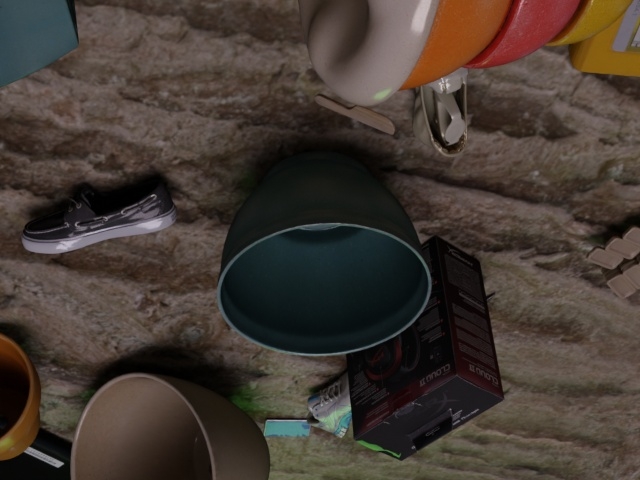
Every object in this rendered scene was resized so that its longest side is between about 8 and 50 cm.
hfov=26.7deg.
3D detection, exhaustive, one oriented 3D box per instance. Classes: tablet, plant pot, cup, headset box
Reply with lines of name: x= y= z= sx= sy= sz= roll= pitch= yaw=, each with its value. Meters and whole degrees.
tablet: x=-0.060 y=0.338 z=2.440 sx=0.083 sy=0.006 sz=0.054 roll=1 pitch=139 yaw=-8
plant pot: x=-0.408 y=-0.273 z=1.568 sx=0.234 sy=0.165 sz=0.165 roll=-11 pitch=140 yaw=-3
plant pot: x=-0.539 y=0.270 z=2.185 sx=0.205 sy=0.205 sz=0.188 roll=-7 pitch=155 yaw=2
cup: x=-0.221 y=0.380 z=2.277 sx=0.331 sy=0.331 sz=0.237 roll=-36 pitch=158 yaw=32
plant pot: x=0.000 y=0.000 z=1.898 sx=0.293 sy=0.196 sz=0.293 roll=-2 pitch=139 yaw=-2
headset box: x=0.150 y=0.177 z=2.048 sx=0.110 sy=0.293 sz=0.218 roll=29 pitch=129 yaw=-33

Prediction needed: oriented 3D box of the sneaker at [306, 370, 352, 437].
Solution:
sneaker: x=0.022 y=0.277 z=2.330 sx=0.083 sy=0.071 sz=0.190 roll=12 pitch=137 yaw=-10

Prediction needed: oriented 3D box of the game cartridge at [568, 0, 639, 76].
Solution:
game cartridge: x=0.490 y=-0.330 z=1.668 sx=0.285 sy=0.052 sz=0.323 roll=3 pitch=140 yaw=-9

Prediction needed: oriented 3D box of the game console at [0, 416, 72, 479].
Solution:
game console: x=-0.607 y=0.434 z=2.475 sx=0.342 sy=0.060 sz=0.386 roll=-35 pitch=132 yaw=24

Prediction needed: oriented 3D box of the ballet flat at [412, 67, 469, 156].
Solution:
ballet flat: x=0.163 y=-0.202 z=1.761 sx=0.086 sy=0.086 sz=0.248 roll=-6 pitch=141 yaw=2

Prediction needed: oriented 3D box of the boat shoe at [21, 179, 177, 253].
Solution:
boat shoe: x=-0.321 y=-0.041 z=1.918 sx=0.229 sy=0.080 sz=0.076 roll=-8 pitch=123 yaw=9

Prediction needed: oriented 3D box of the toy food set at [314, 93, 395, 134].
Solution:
toy food set: x=0.059 y=-0.252 z=1.714 sx=0.128 sy=0.071 sz=0.218 roll=19 pitch=138 yaw=15

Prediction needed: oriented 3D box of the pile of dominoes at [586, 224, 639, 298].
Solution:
pile of dominoes: x=0.551 y=-0.002 z=2.091 sx=0.251 sy=0.040 sz=0.196 roll=-34 pitch=132 yaw=19

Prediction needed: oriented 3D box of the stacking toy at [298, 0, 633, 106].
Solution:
stacking toy: x=0.236 y=-0.311 z=1.480 sx=0.480 sy=0.350 sz=0.350 roll=1 pitch=140 yaw=-20

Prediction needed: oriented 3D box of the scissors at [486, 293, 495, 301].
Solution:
scissors: x=0.200 y=0.178 z=2.270 sx=0.297 sy=0.021 sz=0.109 roll=-37 pitch=139 yaw=23
